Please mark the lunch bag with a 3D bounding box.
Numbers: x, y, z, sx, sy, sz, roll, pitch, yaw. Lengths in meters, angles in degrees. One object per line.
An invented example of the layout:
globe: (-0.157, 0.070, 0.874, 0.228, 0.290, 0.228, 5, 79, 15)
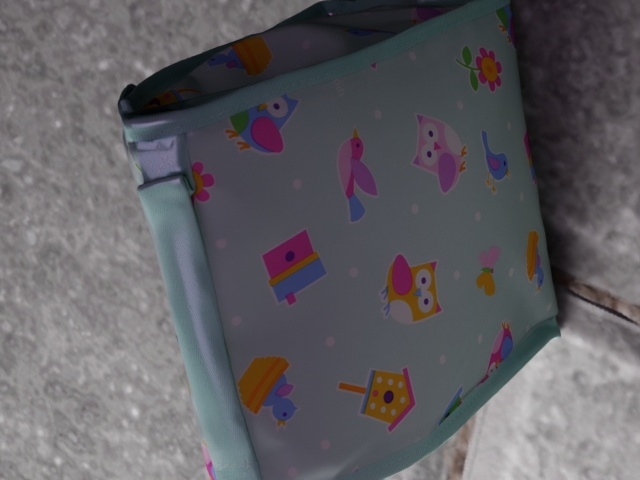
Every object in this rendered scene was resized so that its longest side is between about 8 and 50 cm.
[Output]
lunch bag: (0.000, 0.000, 1.047, 0.160, 0.262, 0.223, 0, 109, 36)
